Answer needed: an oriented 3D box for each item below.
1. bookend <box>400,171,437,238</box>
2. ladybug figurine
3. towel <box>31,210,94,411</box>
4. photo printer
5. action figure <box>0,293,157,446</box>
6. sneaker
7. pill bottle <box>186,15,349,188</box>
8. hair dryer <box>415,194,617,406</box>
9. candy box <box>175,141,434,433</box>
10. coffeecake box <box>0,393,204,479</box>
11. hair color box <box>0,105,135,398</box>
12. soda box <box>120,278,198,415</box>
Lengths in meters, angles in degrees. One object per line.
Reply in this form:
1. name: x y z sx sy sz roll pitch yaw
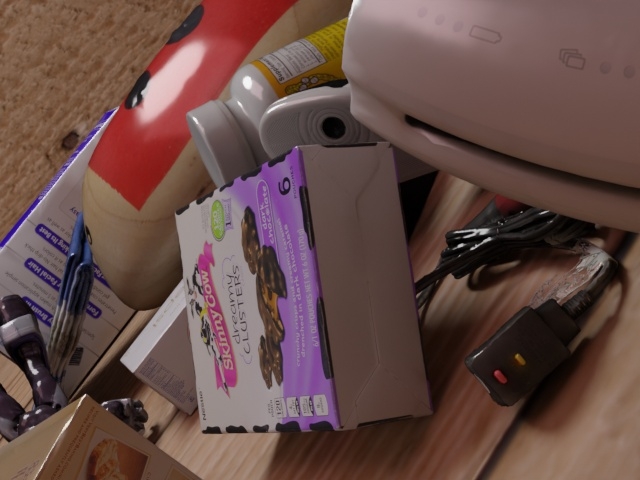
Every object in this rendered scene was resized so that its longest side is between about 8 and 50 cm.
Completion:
1. bookend: 0.000 0.000 0.870 0.156 0.072 0.157 -30 25 47
2. ladybug figurine: -0.098 -0.134 1.128 0.449 0.162 0.305 -52 -3 -2
3. towel: -0.297 0.123 1.219 0.209 0.034 0.285 -124 48 -71
4. photo printer: 0.168 -0.136 0.490 0.256 0.107 0.307 17 58 23
5. action figure: -0.261 0.170 0.992 0.185 0.099 0.285 -20 50 -24
6. sneaker: 0.071 -0.102 0.802 0.217 0.079 0.121 -2 33 16
7. pill bottle: -0.005 -0.116 0.929 0.208 0.118 0.117 -27 14 -11
8. hair dryer: 0.147 -0.057 0.617 0.293 0.080 0.223 -48 17 5
9. candy box: -0.020 0.040 0.695 0.196 0.070 0.165 -20 77 59
10. coffeecake box: -0.093 0.176 0.549 0.142 0.185 0.068 -33 24 44
11. hair color box: -0.305 0.014 1.398 0.339 0.185 0.110 -53 18 -12
12. soda box: -0.089 0.050 0.990 0.216 0.069 0.074 -52 18 -10
